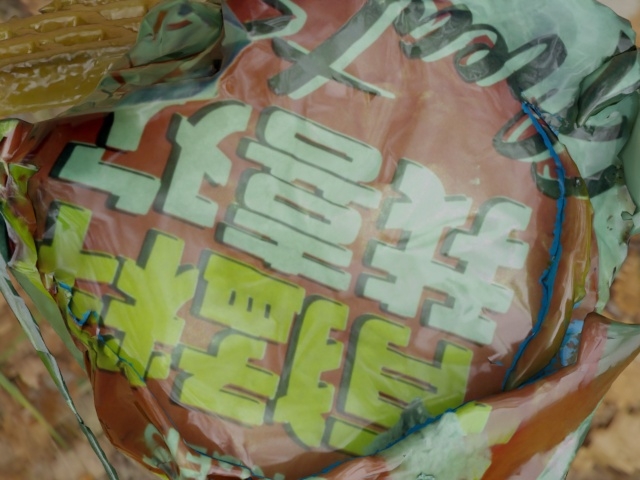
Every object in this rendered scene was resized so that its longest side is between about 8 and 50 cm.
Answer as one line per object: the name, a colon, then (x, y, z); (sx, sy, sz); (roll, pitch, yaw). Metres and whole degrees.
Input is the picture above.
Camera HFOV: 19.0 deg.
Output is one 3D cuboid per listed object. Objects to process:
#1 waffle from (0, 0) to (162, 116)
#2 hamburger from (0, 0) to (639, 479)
waffle: (-0.153, -0.088, 0.878); (0.191, 0.125, 0.032); (-11, 117, -28)
hamburger: (0.006, 0.001, 0.758); (0.260, 0.150, 0.276); (41, 70, 4)
